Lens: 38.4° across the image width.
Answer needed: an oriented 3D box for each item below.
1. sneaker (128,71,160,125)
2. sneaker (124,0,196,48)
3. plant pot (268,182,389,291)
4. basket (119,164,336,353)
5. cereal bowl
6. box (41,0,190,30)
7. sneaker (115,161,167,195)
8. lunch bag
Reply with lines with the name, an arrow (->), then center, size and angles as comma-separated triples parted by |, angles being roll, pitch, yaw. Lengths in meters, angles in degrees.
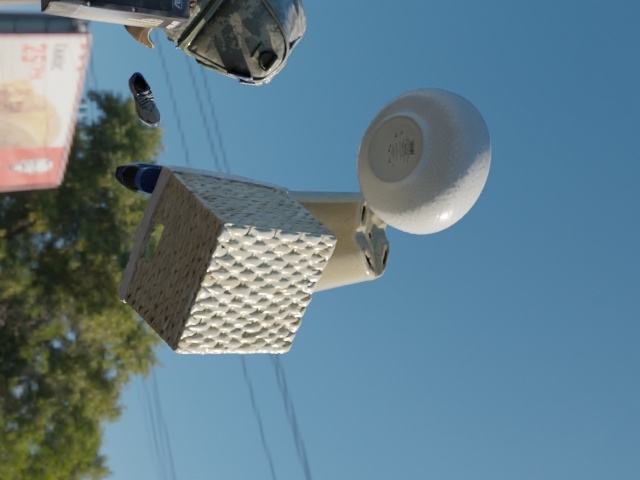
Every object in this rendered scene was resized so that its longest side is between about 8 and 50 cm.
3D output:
sneaker -> -0.409, -0.329, 2.125 | 0.135, 0.052, 0.058 | 64, -20, 7
sneaker -> -0.206, -0.361, 1.361 | 0.071, 0.188, 0.066 | 53, 6, -13
plant pot -> 0.000, 0.000, 2.361 | 0.305, 0.334, 0.333 | -5, -89, 25
basket -> -0.195, 0.052, 1.955 | 0.266, 0.331, 0.328 | 39, -67, 42
cereal bowl -> 0.209, -0.191, 2.086 | 0.339, 0.141, 0.339 | -12, -109, 40
box -> -0.260, -0.397, 1.175 | 0.056, 0.183, 0.231 | -3, -93, 61
sneaker -> -0.347, -0.131, 2.025 | 0.090, 0.232, 0.081 | 17, -89, 33
lunch bag -> -0.153, -0.432, 1.731 | 0.212, 0.256, 0.305 | -48, -170, 22
